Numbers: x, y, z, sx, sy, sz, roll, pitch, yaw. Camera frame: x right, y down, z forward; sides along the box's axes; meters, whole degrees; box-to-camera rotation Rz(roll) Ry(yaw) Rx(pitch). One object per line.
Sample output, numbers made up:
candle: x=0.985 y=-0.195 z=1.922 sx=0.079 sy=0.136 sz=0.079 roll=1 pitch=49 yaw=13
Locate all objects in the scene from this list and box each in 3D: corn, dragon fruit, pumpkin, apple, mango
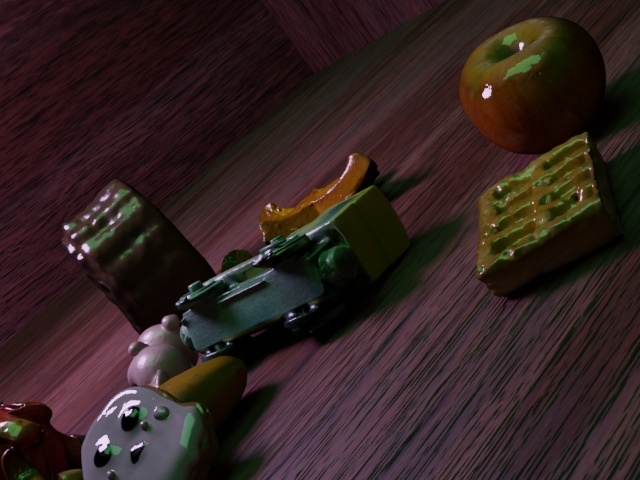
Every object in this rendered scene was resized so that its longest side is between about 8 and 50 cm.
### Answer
corn: x=-0.157 y=0.065 z=1.927 sx=0.068 sy=0.068 sz=0.207 roll=-36 pitch=15 yaw=6
dragon fruit: x=-0.445 y=0.342 z=1.421 sx=0.243 sy=0.227 sz=0.307 roll=-5 pitch=8 yaw=-11
pumpkin: x=-0.004 y=-0.074 z=1.929 sx=0.258 sy=0.095 sz=0.290 roll=-33 pitch=5 yaw=3
apple: x=0.314 y=-0.218 z=1.477 sx=0.210 sy=0.173 sz=0.235 roll=-28 pitch=24 yaw=16
mango: x=-0.176 y=0.230 z=1.375 sx=0.195 sy=0.098 sz=0.137 roll=-35 pitch=9 yaw=-20

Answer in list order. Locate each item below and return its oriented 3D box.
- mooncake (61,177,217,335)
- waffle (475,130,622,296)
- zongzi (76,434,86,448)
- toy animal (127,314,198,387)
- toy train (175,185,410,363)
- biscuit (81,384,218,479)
mooncake: x=-0.344 y=0.047 z=1.944 sx=0.187 sy=0.324 sz=0.324 roll=-43 pitch=14 yaw=-10
waffle: x=0.267 y=-0.034 z=1.209 sx=0.168 sy=0.057 sz=0.274 roll=-33 pitch=14 yaw=21
zongzi: x=-0.298 y=0.296 z=1.402 sx=0.055 sy=0.119 sz=0.109 roll=-45 pitch=15 yaw=-12
toy animal: x=-0.256 y=0.215 z=1.600 sx=0.124 sy=0.124 sz=0.212 roll=-34 pitch=20 yaw=14
toy train: x=-0.063 y=0.067 z=1.545 sx=0.369 sy=0.150 sz=0.237 roll=-26 pitch=9 yaw=40
biscuit: x=-0.226 y=0.267 z=1.258 sx=0.208 sy=0.049 sz=0.181 roll=17 pitch=75 yaw=39
